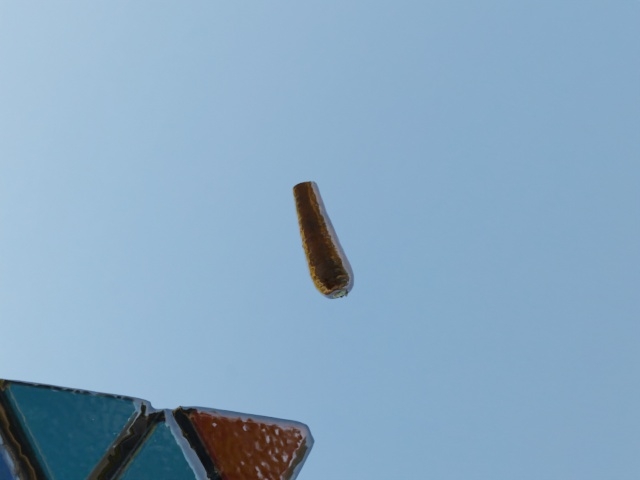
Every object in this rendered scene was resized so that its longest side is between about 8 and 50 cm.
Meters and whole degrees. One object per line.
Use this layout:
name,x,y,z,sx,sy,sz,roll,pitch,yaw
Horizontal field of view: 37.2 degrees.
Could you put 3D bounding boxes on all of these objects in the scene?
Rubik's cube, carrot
Rubik's cube,-0.155,0.117,0.483,0.250,0.234,0.284,-44,-167,-13
carrot,0.000,0.000,0.708,0.032,0.032,0.093,-28,-113,26
